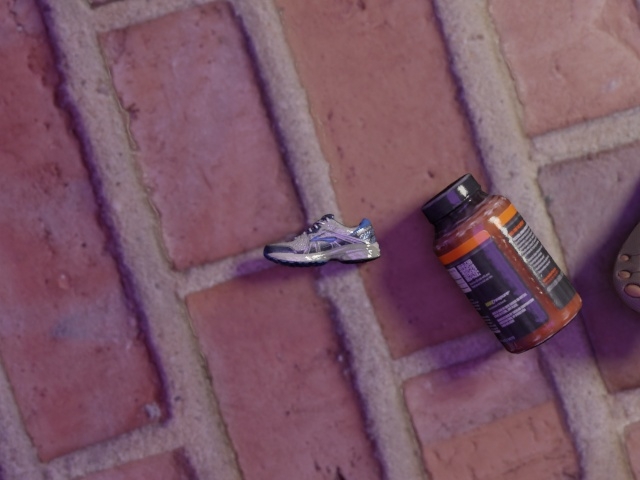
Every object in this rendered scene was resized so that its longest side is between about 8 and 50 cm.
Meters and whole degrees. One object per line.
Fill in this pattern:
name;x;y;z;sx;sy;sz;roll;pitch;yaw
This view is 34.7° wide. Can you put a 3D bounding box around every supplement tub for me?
supplement tub;0.199;0.022;1.156;0.106;0.106;0.198;-36;92;1

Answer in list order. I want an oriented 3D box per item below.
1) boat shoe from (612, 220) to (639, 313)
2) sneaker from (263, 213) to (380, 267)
boat shoe;0.450;-0.038;1.160;0.116;0.123;0.324;41;82;-34
sneaker;0.000;0.000;1.189;0.135;0.052;0.058;-4;82;-7
